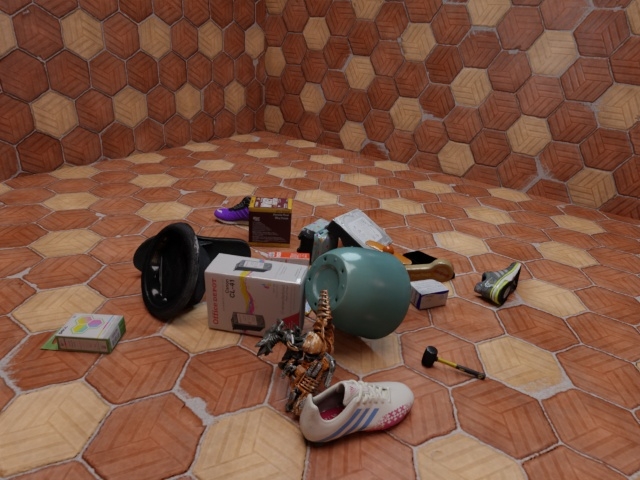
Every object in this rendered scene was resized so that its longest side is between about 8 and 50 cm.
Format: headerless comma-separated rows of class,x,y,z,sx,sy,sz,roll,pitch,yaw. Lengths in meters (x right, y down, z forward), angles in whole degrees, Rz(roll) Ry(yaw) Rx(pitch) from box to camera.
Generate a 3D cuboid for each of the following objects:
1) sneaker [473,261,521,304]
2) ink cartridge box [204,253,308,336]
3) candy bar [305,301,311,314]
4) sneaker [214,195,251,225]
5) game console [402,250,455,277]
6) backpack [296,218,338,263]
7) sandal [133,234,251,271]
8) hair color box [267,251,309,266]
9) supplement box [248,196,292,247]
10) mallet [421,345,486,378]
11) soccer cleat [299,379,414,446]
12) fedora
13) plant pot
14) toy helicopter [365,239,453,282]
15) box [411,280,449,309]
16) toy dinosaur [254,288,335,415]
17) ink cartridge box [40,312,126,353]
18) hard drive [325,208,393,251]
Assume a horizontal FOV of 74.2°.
sneaker,0.727,0.154,1.719,0.121,0.111,0.300,19,27,36
ink cartridge box,-0.203,0.184,1.368,0.306,0.226,0.131,6,25,6
candy bar,-0.035,0.227,1.543,0.040,0.018,0.161,12,26,14
sneaker,-0.387,-0.156,2.117,0.293,0.146,0.102,8,26,6
game console,0.381,0.123,1.778,0.361,0.044,0.213,-9,29,-33
backpack,0.000,0.000,1.840,0.144,0.166,0.188,17,32,21
sandal,-0.490,0.056,1.638,0.445,0.168,0.107,-3,19,-17
hair color box,-0.130,0.099,1.702,0.167,0.093,0.053,3,25,-4
supplement box,-0.229,-0.085,1.944,0.191,0.194,0.129,2,26,-4
mallet,0.399,0.385,1.282,0.189,0.062,0.039,25,31,7
soccer cleat,0.106,0.406,1.058,0.331,0.143,0.116,-9,29,-26
fedora,-0.479,0.109,1.475,0.334,0.334,0.152,27,3,38
plant pot,0.096,0.150,1.321,0.235,0.293,0.293,19,12,-42
toy helicopter,0.292,0.106,1.518,0.355,0.235,0.140,-8,22,18
box,0.396,0.192,1.620,0.126,0.072,0.137,-7,28,-21
toy dinosaur,-0.033,0.303,1.163,0.218,0.164,0.322,1,43,40
ink cartridge box,-0.717,0.277,1.278,0.209,0.062,0.109,4,27,-1
hard drive,0.183,-0.026,1.868,0.237,0.064,0.339,45,24,10
